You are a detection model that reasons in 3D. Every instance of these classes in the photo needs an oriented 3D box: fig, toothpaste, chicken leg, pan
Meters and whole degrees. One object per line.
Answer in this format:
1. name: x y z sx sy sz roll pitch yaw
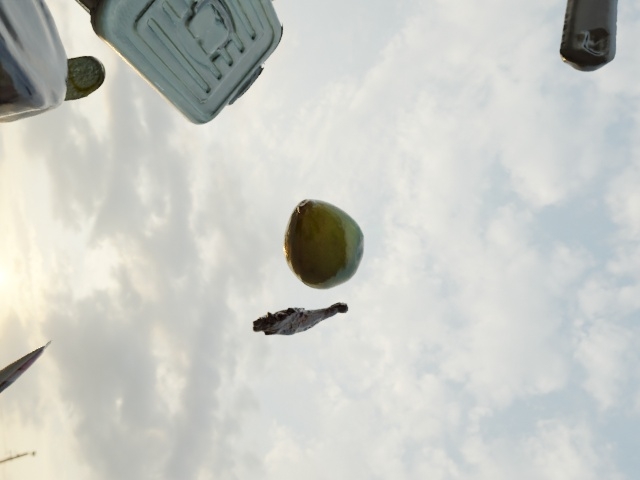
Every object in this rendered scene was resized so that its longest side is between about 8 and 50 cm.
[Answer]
1. fig: 0.003 0.007 0.836 0.153 0.136 0.120 52 -10 15
2. toothpaste: -0.512 0.238 0.728 0.061 0.266 0.096 53 -33 -8
3. chicken leg: -0.041 0.150 0.973 0.093 0.205 0.053 -39 -112 40
4. pan: 0.180 -0.189 0.319 0.136 0.235 0.028 14 -33 12

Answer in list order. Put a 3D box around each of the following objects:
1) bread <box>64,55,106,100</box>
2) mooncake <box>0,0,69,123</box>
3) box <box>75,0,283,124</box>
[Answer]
1. bread: -0.516 -0.338 1.023 0.094 0.157 0.083 -113 -169 -55
2. mooncake: -0.508 -0.314 0.741 0.306 0.154 0.306 162 -90 -90
3. box: -0.158 -0.247 0.512 0.135 0.243 0.163 39 -90 15
